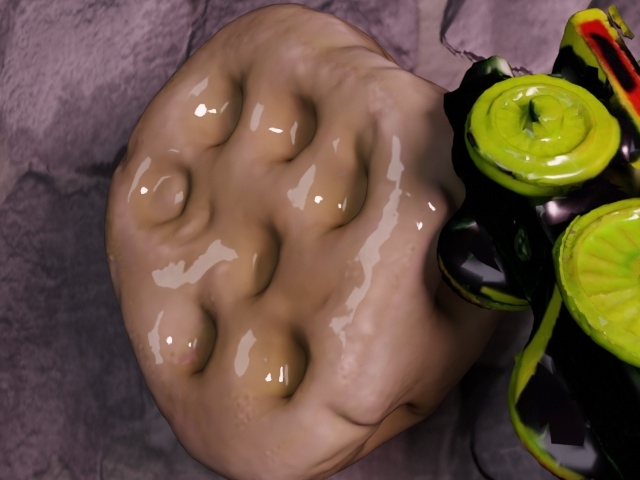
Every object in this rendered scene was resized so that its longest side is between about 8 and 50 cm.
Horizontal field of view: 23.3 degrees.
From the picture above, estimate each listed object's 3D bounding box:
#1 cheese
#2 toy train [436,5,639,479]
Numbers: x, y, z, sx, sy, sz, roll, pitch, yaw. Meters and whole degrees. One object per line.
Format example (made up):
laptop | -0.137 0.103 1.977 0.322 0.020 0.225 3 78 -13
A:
cheese | 0.000 0.000 0.739 0.218 0.117 0.235 -10 74 41
toy train | 0.149 0.035 0.563 0.100 0.161 0.296 93 158 -51
